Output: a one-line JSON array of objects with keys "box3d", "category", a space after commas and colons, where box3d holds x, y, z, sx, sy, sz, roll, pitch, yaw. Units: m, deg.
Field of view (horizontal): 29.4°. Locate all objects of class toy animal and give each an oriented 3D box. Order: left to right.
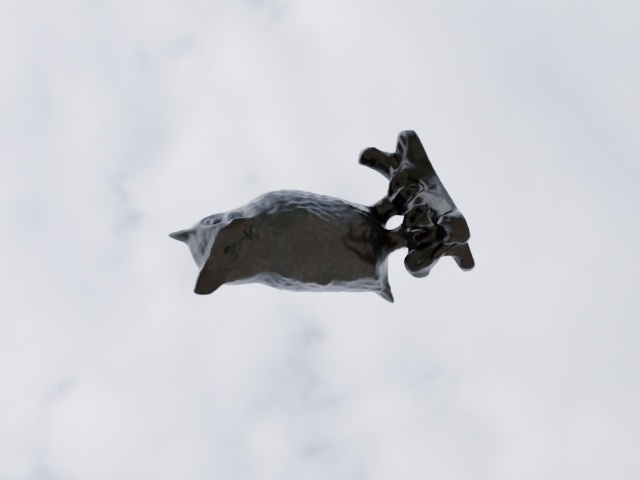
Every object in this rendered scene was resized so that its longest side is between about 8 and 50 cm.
[{"box3d": [-0.004, 0.002, 0.888, 0.210, 0.121, 0.117, -12, -37, -12], "category": "toy animal"}]
